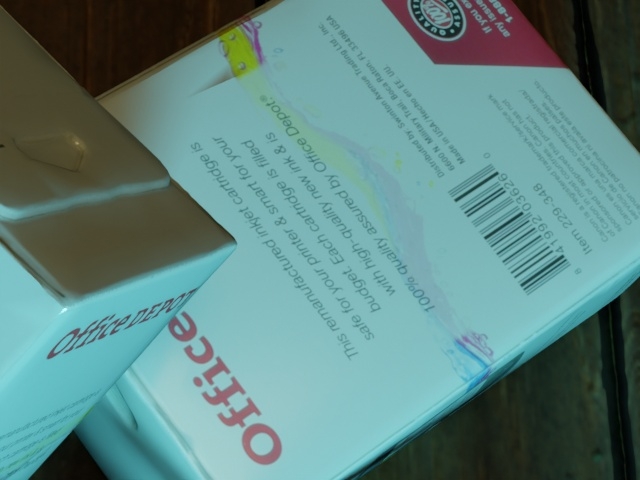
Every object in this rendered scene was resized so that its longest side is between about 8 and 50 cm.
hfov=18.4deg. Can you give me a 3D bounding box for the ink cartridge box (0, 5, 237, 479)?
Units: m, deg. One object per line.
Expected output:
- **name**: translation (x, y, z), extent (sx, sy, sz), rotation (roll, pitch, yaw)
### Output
- **ink cartridge box**: translation (-0.213, 0.038, 0.831), extent (0.197, 0.198, 0.270), rotation (45, 106, 7)

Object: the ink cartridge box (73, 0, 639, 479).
- **ink cartridge box**: translation (0.000, 0.000, 1.026), extent (0.306, 0.131, 0.226), rotation (-32, 79, -25)
